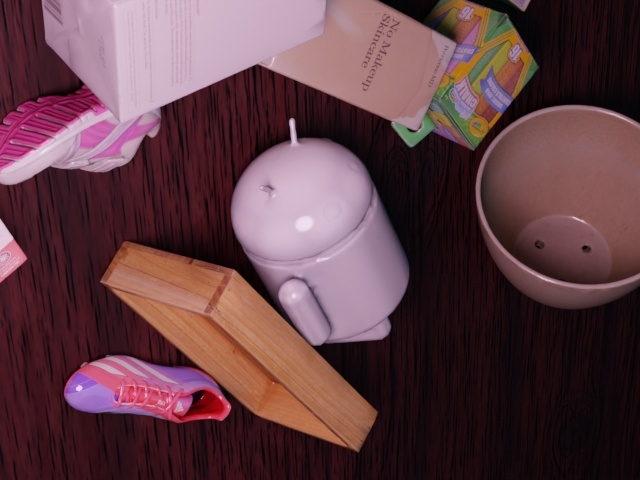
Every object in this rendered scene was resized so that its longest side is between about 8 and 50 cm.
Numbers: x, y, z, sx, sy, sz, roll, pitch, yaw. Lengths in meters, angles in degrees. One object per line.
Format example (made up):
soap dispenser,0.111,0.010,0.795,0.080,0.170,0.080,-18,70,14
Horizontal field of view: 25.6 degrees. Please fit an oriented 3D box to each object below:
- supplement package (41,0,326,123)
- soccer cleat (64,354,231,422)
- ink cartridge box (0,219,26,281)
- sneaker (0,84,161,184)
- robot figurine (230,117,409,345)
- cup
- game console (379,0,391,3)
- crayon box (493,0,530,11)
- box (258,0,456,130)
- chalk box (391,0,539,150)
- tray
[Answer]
supplement package,-0.154,-0.298,1.623,0.293,0.175,0.177,-27,145,-27
soccer cleat,-0.232,0.209,1.925,0.248,0.095,0.083,9,105,-46
ink cartridge box,-0.439,-0.018,1.623,0.115,0.067,0.198,-43,137,-19
sneaker,-0.281,-0.123,1.690,0.252,0.103,0.111,-32,129,-27
robot figurine,0.000,0.000,1.952,0.353,0.200,0.300,64,25,-43
cup,0.407,-0.020,2.289,0.331,0.331,0.237,-42,160,-19
game console,0.057,-0.427,1.791,0.361,0.213,0.044,26,50,-46
crayon box,0.231,-0.460,2.009,0.278,0.081,0.165,24,94,-47
box,0.027,-0.266,1.891,0.311,0.121,0.148,15,101,-47
chalk box,0.190,-0.229,2.059,0.213,0.132,0.132,-53,137,-8
tray,-0.101,0.149,1.932,0.076,0.203,0.411,-61,139,-19
